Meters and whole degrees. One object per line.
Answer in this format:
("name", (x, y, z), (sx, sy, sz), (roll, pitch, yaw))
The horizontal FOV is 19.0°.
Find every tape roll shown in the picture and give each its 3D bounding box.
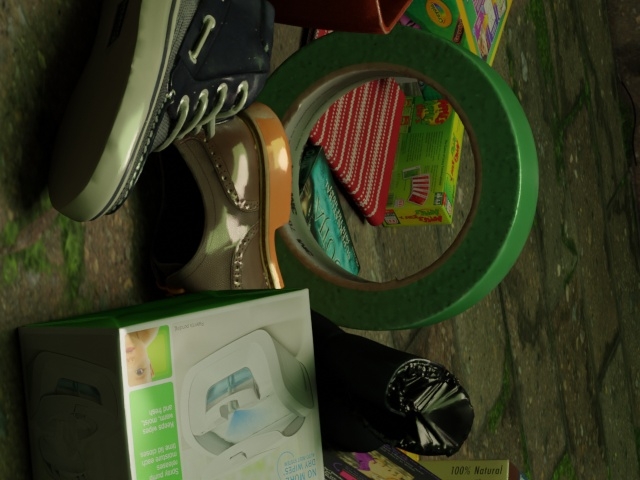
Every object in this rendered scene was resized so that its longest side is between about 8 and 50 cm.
("tape roll", (0.066, -0.065, 2.008), (0.077, 0.321, 0.321), (3, 84, -69))

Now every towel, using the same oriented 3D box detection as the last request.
("towel", (0.035, -0.162, 2.344), (0.275, 0.031, 0.199), (51, 43, -53))

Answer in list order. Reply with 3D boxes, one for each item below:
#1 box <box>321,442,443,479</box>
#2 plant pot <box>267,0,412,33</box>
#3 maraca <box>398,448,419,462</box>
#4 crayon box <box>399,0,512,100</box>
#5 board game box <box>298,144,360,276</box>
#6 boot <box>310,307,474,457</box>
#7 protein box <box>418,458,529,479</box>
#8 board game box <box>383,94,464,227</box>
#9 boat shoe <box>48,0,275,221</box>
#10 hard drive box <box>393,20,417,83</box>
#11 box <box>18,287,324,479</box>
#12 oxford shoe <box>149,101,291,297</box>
("box", (0.002, 0.299, 1.955), (0.165, 0.143, 0.270), (-60, 163, 13))
("plant pot", (-0.033, -0.366, 1.916), (0.267, 0.235, 0.267), (-57, 139, -57))
("maraca", (0.047, 0.245, 2.230), (0.185, 0.099, 0.127), (44, 33, -25))
("crayon box", (0.175, -0.325, 2.406), (0.278, 0.081, 0.165), (-69, 148, -46))
("board game box", (0.000, 0.000, 2.233), (0.126, 0.026, 0.186), (-69, 148, -48))
("boot", (0.061, 0.162, 1.823), (0.094, 0.207, 0.246), (-52, 137, -14))
("protein box", (0.148, 0.381, 2.317), (0.136, 0.199, 0.201), (46, 44, -59))
("board game box", (0.133, -0.106, 2.497), (0.043, 0.092, 0.181), (59, 35, -52))
("boat shoe", (-0.129, -0.132, 1.719), (0.158, 0.127, 0.341), (32, 50, -25))
("hard drive box", (0.110, -0.348, 2.479), (0.181, 0.089, 0.232), (46, 45, -59))
("box", (-0.126, 0.171, 1.680), (0.262, 0.126, 0.231), (-8, 95, -53))
("oxford shoe", (-0.110, 0.049, 1.873), (0.132, 0.130, 0.364), (-12, 106, -37))
